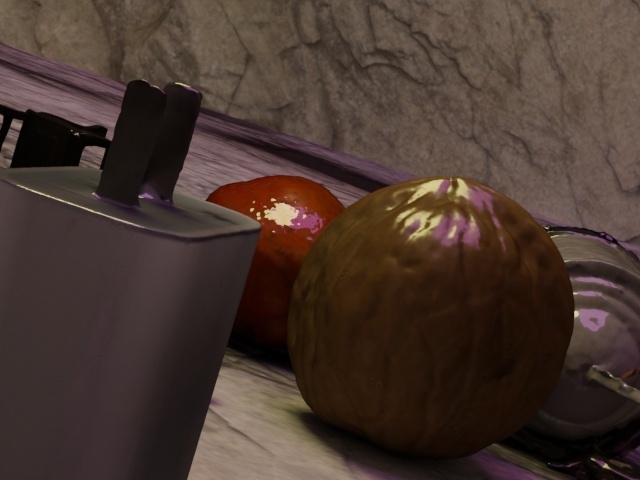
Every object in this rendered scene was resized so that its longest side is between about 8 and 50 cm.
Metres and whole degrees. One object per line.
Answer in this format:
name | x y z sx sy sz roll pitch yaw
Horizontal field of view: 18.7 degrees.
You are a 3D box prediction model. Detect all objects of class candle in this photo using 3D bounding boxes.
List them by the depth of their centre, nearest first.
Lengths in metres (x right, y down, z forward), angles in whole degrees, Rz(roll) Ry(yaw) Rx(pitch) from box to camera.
candle | 0.223 0.096 1.684 0.187 0.187 0.330 19 9 -1

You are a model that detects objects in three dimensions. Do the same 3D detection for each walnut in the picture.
walnut | 0.085 0.056 1.501 0.228 0.228 0.228 18 8 -3

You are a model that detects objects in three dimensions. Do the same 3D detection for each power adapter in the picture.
power adapter | -0.122 0.034 1.086 0.124 0.255 0.187 18 8 12

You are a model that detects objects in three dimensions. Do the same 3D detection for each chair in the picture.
chair | -0.302 -0.077 1.927 0.229 0.106 0.113 11 9 -36

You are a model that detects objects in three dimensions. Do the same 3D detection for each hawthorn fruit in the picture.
hawthorn fruit | -0.012 0.054 1.674 0.165 0.165 0.285 13 26 -33

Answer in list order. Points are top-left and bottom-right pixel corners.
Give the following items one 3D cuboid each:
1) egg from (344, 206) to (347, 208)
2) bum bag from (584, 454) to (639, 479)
egg | 0.000 0.000 2.145 0.085 0.085 0.110 25 18 39
bum bag | 0.287 0.219 1.402 0.248 0.069 0.102 23 -26 37
